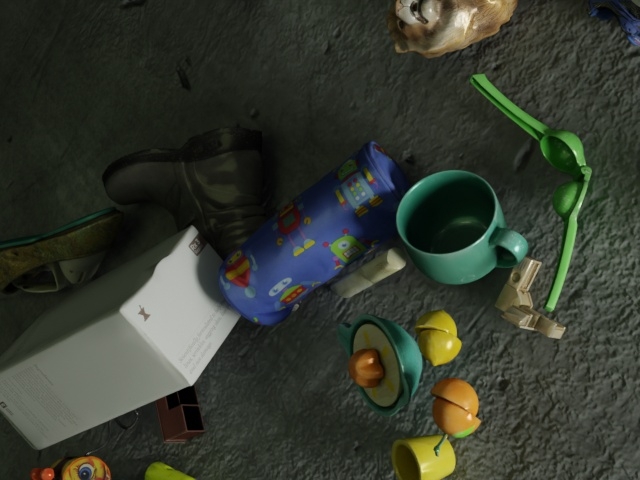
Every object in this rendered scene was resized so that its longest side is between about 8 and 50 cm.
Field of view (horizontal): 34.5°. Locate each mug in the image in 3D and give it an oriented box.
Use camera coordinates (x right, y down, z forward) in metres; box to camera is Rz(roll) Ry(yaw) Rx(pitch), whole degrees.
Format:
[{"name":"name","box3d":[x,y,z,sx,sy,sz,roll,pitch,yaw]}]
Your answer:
[{"name":"mug","box3d":[0.174,0.000,1.287,0.129,0.097,0.158,-29,50,3]}]

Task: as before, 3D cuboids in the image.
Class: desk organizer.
[{"name":"desk organizer","box3d":[-0.225,0.246,1.607,0.050,0.047,0.130,-28,66,29]}]

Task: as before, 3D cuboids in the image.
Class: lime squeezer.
[{"name":"lime squeezer","box3d":[0.276,-0.072,1.233,0.059,0.110,0.310,-43,56,56]}]

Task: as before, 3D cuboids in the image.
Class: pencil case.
[{"name":"pencil case","box3d":[0.000,0.000,1.415,0.306,0.133,0.119,-39,36,21]}]

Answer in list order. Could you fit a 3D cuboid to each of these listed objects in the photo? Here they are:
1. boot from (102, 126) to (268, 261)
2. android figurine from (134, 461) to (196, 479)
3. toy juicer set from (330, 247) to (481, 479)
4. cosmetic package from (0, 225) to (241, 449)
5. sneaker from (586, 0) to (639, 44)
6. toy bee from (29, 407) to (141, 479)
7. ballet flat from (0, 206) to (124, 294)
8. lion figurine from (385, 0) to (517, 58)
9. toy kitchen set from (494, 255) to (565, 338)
[{"name":"boot","box3d":[-0.215,-0.035,1.611,0.338,0.118,0.222,-13,81,41]},{"name":"android figurine","box3d":[-0.240,0.474,1.576,0.273,0.056,0.248,16,92,40]},{"name":"toy juicer set","box3d":[0.088,0.137,1.305,0.329,0.089,0.209,63,149,28]},{"name":"cosmetic package","box3d":[-0.311,0.151,1.542,0.385,0.217,0.156,-24,111,38]},{"name":"sneaker","box3d":[0.400,-0.259,1.194,0.221,0.083,0.087,45,117,43]},{"name":"toy bee","box3d":[-0.368,0.391,1.561,0.195,0.162,0.298,-37,59,35]},{"name":"ballet flat","box3d":[-0.455,0.028,1.794,0.348,0.123,0.123,-14,74,35]},{"name":"lion figurine","box3d":[0.228,-0.420,1.331,0.240,0.142,0.392,4,71,46]},{"name":"toy kitchen set","box3d":[0.257,0.067,1.246,0.083,0.068,0.075,32,102,37]}]
